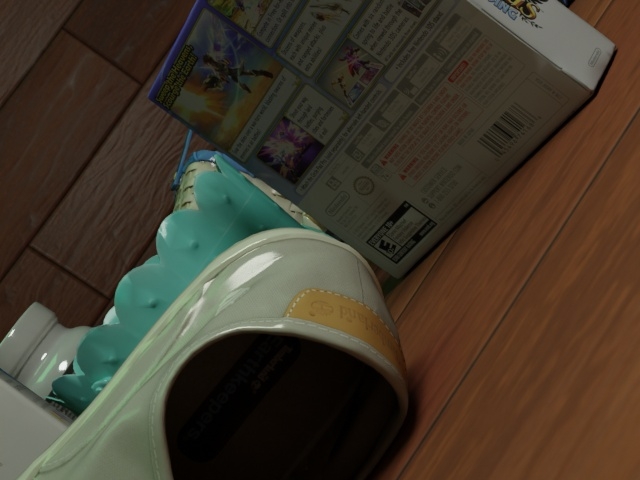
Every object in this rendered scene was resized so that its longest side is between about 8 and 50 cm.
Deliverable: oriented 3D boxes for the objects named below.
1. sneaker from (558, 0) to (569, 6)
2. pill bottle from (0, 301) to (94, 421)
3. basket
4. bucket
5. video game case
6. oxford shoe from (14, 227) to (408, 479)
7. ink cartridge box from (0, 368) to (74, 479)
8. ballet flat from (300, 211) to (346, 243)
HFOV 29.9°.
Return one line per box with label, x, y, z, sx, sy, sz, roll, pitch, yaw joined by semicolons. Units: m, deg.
sneaker;0.220;-0.263;1.070;0.221;0.083;0.087;-44;-3;39
pill bottle;-0.295;0.211;1.567;0.162;0.278;0.162;-54;5;7
basket;-0.107;-0.064;1.797;0.201;0.254;0.289;129;163;-63
bucket;-0.097;0.079;1.095;0.281;0.183;0.281;-55;5;7
video game case;0.028;-0.119;0.843;0.061;0.244;0.269;-58;6;-37
oxford shoe;-0.108;0.192;0.652;0.449;0.169;0.130;-54;25;3
ink cartridge box;-0.213;0.226;0.911;0.168;0.232;0.171;-54;4;-12
ballet flat;0.021;-0.032;1.397;0.203;0.074;0.074;-52;5;32
